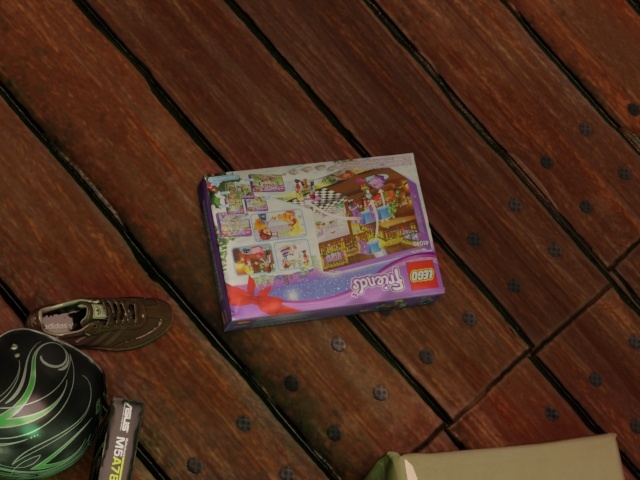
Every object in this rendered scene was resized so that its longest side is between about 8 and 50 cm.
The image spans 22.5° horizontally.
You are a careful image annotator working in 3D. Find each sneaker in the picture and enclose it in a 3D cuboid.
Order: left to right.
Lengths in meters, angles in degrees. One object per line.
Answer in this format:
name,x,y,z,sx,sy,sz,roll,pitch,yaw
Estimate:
sneaker,-0.270,0.101,1.991,0.188,0.071,0.066,-8,74,-17

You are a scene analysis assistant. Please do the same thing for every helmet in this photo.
helmet,-0.346,0.203,1.892,0.169,0.169,0.161,26,62,-5

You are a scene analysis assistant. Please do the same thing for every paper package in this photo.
paper package,0.232,0.415,1.971,0.310,0.168,0.324,-4,72,-16

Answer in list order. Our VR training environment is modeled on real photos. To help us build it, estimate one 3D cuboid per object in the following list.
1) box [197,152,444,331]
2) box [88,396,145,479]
box,0.000,0.000,2.106,0.293,0.057,0.200,-6,73,-17
box,-0.248,0.292,1.870,0.045,0.190,0.184,13,68,-9
